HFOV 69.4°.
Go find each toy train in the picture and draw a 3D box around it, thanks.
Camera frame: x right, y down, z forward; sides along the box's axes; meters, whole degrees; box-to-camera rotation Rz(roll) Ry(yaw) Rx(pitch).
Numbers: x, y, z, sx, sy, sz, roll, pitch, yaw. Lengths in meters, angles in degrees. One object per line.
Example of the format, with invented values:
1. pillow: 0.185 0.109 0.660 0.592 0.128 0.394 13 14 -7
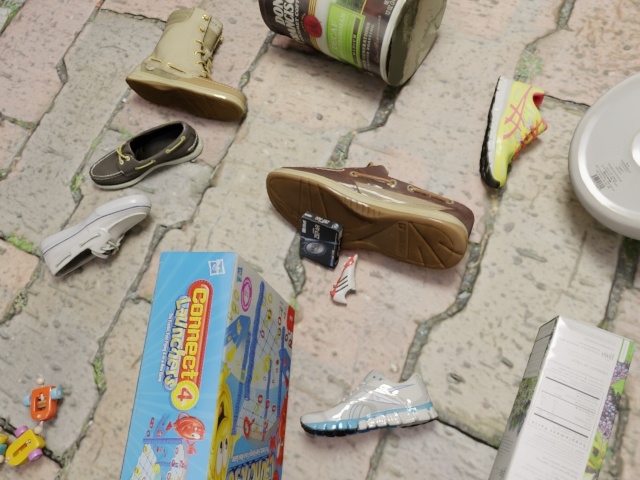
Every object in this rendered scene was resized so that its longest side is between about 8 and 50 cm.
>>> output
1. toy train: -0.493 0.303 0.752 0.167 0.046 0.125 -18 66 1

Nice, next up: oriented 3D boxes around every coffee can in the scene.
1. coffee can: 0.057 -0.426 0.827 0.275 0.201 0.201 32 79 20

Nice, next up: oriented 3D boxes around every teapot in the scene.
1. teapot: 0.491 -0.104 0.641 0.253 0.187 0.255 21 97 43

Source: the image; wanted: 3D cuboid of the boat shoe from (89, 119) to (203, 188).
1. boat shoe: -0.343 -0.168 0.881 0.228 0.068 0.081 -21 67 3

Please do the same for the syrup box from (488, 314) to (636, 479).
1. syrup box: 0.307 0.227 0.596 0.096 0.093 0.236 21 75 17

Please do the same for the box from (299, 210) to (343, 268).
1. box: 0.000 0.000 0.747 0.067 0.083 0.018 22 43 17

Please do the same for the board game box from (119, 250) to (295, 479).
1. board game box: -0.114 0.202 0.572 0.086 0.308 0.301 0 71 9

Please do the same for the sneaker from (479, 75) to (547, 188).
1. sneaker: 0.317 -0.177 0.751 0.094 0.081 0.208 14 73 13

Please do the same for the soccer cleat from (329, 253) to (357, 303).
1. soccer cleat: 0.046 0.063 0.744 0.036 0.029 0.083 26 80 10

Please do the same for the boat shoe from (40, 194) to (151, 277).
1. boat shoe: -0.394 -0.003 0.835 0.226 0.083 0.075 -26 79 13

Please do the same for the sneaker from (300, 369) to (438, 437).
1. sneaker: 0.064 0.231 0.662 0.191 0.071 0.082 -9 62 -1

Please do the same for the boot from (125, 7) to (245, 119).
1. boot: -0.233 -0.355 0.919 0.262 0.095 0.203 18 73 21

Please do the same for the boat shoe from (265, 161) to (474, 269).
1. boat shoe: 0.077 -0.061 0.751 0.342 0.123 0.123 16 44 23
